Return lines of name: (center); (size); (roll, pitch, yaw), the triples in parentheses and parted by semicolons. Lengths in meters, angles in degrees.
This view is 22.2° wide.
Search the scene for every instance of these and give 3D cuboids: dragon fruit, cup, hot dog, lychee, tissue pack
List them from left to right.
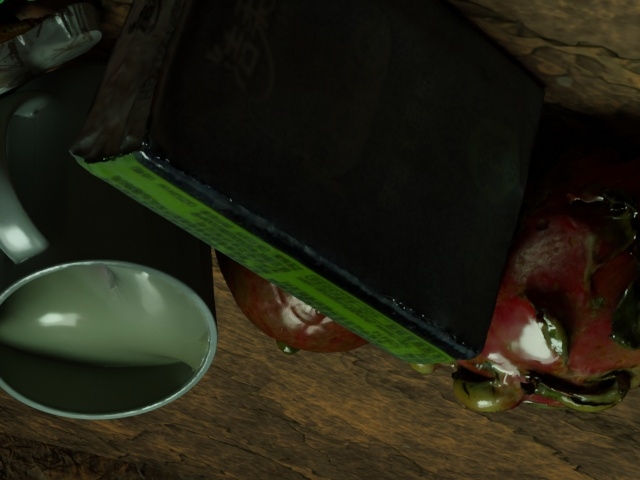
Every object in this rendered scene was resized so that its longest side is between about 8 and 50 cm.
hot dog: (-0.311, -0.188, 1.648); (0.192, 0.053, 0.099); (-26, 168, 4)
cup: (-0.251, -0.035, 1.671); (0.237, 0.326, 0.323); (-24, 134, 16)
lychee: (0.000, 0.000, 1.720); (0.255, 0.255, 0.300); (27, 123, -22)
tissue pack: (0.007, -0.099, 1.390); (0.394, 0.288, 0.124); (33, 153, -34)
dragon fruit: (0.216, 0.051, 1.565); (0.291, 0.250, 0.269); (-17, -162, 5)

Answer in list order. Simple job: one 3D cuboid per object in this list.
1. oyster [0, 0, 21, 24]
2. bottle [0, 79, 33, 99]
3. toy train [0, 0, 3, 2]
oyster: (-0.411, -0.239, 1.642); (0.198, 0.112, 0.267); (8, 165, 20)
bottle: (-0.303, -0.103, 1.957); (0.082, 0.082, 0.286); (5, 155, 34)
toy train: (-0.311, -0.300, 1.459); (0.119, 0.085, 0.251); (-5, 153, 25)
